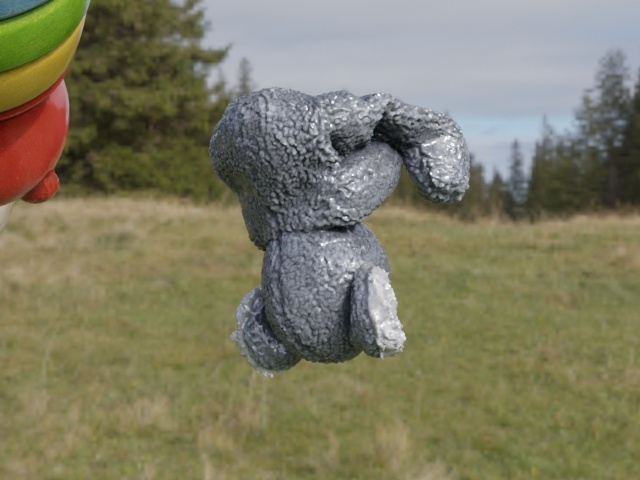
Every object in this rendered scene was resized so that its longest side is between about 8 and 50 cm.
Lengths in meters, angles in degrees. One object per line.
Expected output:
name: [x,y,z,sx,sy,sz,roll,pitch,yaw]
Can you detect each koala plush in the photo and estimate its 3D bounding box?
koala plush: [0.000,0.000,0.922,0.196,0.221,0.203,-9,-15,40]

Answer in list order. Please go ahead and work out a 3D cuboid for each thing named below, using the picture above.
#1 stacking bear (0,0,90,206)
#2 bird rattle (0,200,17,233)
stacking bear: [-0.194,-0.133,0.590,0.175,0.164,0.289,9,-40,-2]
bird rattle: [-0.335,-0.021,0.839,0.253,0.207,0.143,29,-25,22]
